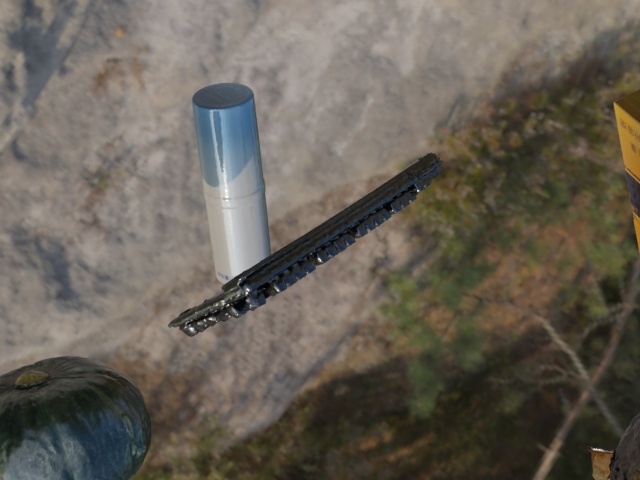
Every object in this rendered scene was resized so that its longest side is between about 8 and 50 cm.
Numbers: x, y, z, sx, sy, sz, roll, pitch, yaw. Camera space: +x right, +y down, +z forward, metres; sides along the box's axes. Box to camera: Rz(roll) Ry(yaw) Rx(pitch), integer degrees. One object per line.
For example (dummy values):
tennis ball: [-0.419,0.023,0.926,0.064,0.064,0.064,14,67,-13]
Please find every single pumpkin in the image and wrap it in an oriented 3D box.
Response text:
pumpkin: [-0.266,0.200,1.175,0.212,0.212,0.152,-24,116,-35]

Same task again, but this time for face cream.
face cream: [-0.106,-0.065,1.468,0.077,0.077,0.250,-29,130,-32]

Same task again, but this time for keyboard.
keyboard: [0.000,0.001,0.737,0.072,0.023,0.231,-30,-178,40]

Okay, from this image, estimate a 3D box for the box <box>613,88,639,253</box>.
box: [0.392,-0.035,1.271,0.070,0.152,0.237,-24,129,-6]

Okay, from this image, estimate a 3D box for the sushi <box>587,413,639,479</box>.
sushi: [0.474,0.304,1.364,0.196,0.343,0.182,-64,176,-9]
